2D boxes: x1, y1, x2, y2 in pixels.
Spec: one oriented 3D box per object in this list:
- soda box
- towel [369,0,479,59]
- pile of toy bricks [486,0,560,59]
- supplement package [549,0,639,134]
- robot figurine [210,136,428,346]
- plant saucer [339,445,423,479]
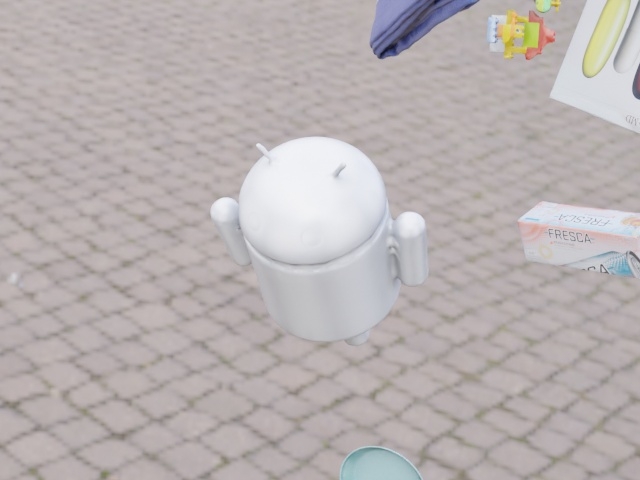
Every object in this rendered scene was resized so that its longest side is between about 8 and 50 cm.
[{"bbox_3d":[0.338,-0.002,1.728,0.183,0.063,0.058,10,36,45],"label":"soda box"},{"bbox_3d":[0.103,-0.321,1.073,0.040,0.336,0.243,11,-7,-11],"label":"towel"},{"bbox_3d":[0.266,-0.331,1.709,0.105,0.212,0.118,4,7,10],"label":"pile of toy bricks"},{"bbox_3d":[0.373,-0.196,1.385,0.149,0.203,0.194,13,12,-34],"label":"supplement package"},{"bbox_3d":[0.000,0.000,1.882,0.299,0.353,0.200,3,52,13],"label":"robot figurine"},{"bbox_3d":[0.082,0.305,1.729,0.119,0.119,0.021,18,29,20],"label":"plant saucer"}]
